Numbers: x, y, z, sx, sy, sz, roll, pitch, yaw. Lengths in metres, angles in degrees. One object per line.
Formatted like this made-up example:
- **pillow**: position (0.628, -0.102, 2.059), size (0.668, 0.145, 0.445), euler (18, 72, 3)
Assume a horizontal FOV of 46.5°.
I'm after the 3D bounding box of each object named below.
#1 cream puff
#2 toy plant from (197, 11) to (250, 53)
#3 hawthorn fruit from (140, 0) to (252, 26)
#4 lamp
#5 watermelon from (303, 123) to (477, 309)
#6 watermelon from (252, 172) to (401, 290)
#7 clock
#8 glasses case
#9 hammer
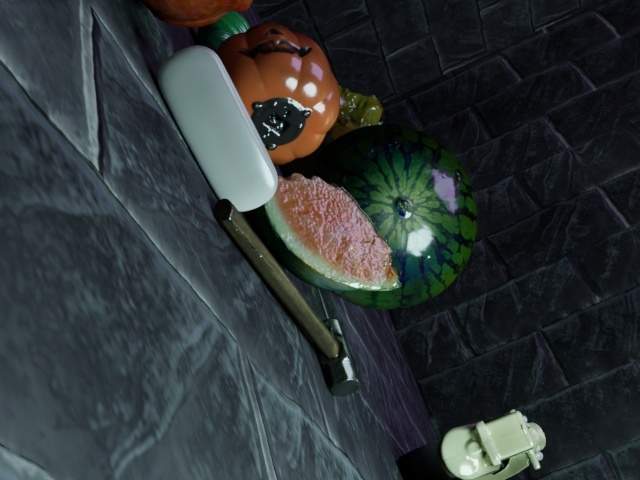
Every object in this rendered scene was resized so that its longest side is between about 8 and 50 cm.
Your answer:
- **cream puff**: position (-0.001, -0.227, 1.685), size (0.323, 0.269, 0.275), euler (-49, 149, -83)
- **toy plant**: position (-0.144, -0.306, 1.211), size (0.200, 0.105, 0.143), euler (47, 24, -9)
- **hawthorn fruit**: position (-0.149, -0.391, 0.817), size (0.307, 0.276, 0.276), euler (44, 17, -34)
- **lamp**: position (-0.070, -0.202, 1.020), size (0.164, 0.187, 0.188), euler (-111, 173, -49)
- **watermelon**: position (0.114, -0.043, 1.340), size (0.363, 0.363, 0.363), euler (-24, 90, -84)
- **watermelon**: position (-0.018, 0.014, 1.023), size (0.231, 0.128, 0.146), euler (53, -33, 1)
- **clock**: position (0.296, 0.416, 1.429), size (0.379, 0.276, 0.120), euler (42, 25, -67)
- **glasses case**: position (-0.113, -0.122, 0.833), size (0.049, 0.074, 0.193), euler (-99, 163, -69)
- **hammer**: position (-0.039, 0.073, 0.935), size (0.365, 0.043, 0.111), euler (57, 12, -46)
